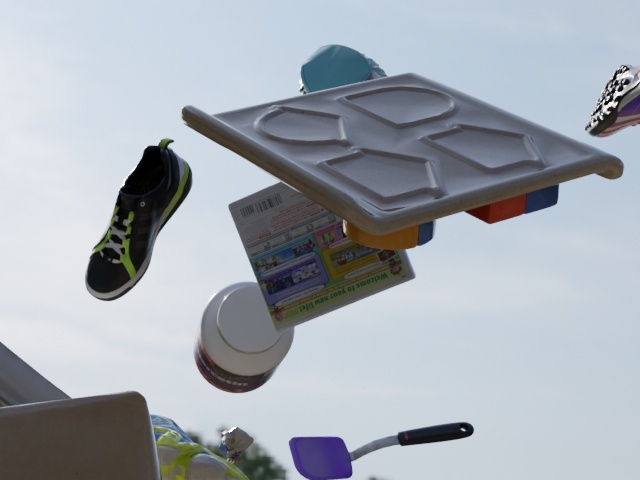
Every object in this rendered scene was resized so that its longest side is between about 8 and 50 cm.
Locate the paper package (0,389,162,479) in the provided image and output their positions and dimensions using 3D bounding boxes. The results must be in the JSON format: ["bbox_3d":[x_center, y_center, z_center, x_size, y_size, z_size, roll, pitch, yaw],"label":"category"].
[{"bbox_3d":[-0.315,0.348,1.405,0.310,0.324,0.168,-6,-17,-12],"label":"paper package"}]

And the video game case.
[{"bbox_3d":[0.000,0.000,1.796,0.212,0.193,0.023,-23,-4,17],"label":"video game case"}]

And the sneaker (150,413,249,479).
[{"bbox_3d":[-0.175,0.291,1.741,0.240,0.091,0.126,29,17,1],"label":"sneaker"}]

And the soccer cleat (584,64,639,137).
[{"bbox_3d":[0.488,-0.210,1.871,0.116,0.108,0.318,29,-26,-7],"label":"soccer cleat"}]

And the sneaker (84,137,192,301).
[{"bbox_3d":[-0.260,-0.034,1.766,0.084,0.234,0.097,20,-16,26],"label":"sneaker"}]

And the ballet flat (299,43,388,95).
[{"bbox_3d":[0.083,-0.211,2.229,0.147,0.147,0.409,11,19,-29],"label":"ballet flat"}]

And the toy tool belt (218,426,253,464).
[{"bbox_3d":[-0.138,0.322,2.030,0.052,0.051,0.083,35,-25,2],"label":"toy tool belt"}]

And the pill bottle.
[{"bbox_3d":[-0.149,0.185,2.537,0.182,0.181,0.323,4,-16,-7],"label":"pill bottle"}]

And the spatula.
[{"bbox_3d":[0.101,0.323,2.068,0.297,0.084,0.030,-10,-41,-8],"label":"spatula"}]

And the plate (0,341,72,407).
[{"bbox_3d":[-0.432,0.253,1.556,0.278,0.045,0.277,-41,-60,6],"label":"plate"}]

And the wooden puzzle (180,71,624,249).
[{"bbox_3d":[0.078,-0.081,1.335,0.348,0.080,0.322,-11,28,-33],"label":"wooden puzzle"}]
